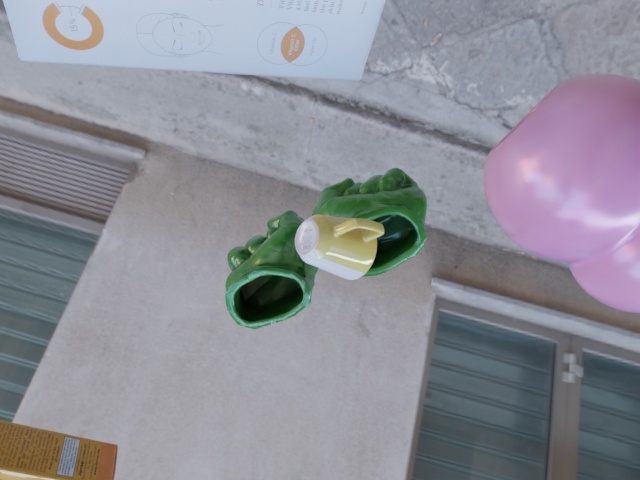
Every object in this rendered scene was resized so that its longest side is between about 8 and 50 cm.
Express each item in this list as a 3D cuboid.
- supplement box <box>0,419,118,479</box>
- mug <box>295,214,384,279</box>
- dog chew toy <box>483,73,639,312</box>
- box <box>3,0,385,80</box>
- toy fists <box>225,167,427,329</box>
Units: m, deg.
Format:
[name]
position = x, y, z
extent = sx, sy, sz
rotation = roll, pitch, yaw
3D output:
[supplement box]
position = -0.408, 0.305, 0.685
extent = 0.234, 0.080, 0.078
rotation = 27, 113, -30
[mug]
position = 0.014, -0.003, 0.481
extent = 0.064, 0.062, 0.078
rotation = 14, 119, -39
[dog chew toy]
position = 0.342, -0.019, 0.539
extent = 0.332, 0.206, 0.206
rotation = 44, 157, 5
[box]
position = -0.113, -0.299, 0.481
extent = 0.346, 0.168, 0.215
rotation = -2, 144, -16
[toy fists]
position = 0.000, 0.000, 0.630
extent = 0.279, 0.142, 0.096
rotation = -28, 108, 14
